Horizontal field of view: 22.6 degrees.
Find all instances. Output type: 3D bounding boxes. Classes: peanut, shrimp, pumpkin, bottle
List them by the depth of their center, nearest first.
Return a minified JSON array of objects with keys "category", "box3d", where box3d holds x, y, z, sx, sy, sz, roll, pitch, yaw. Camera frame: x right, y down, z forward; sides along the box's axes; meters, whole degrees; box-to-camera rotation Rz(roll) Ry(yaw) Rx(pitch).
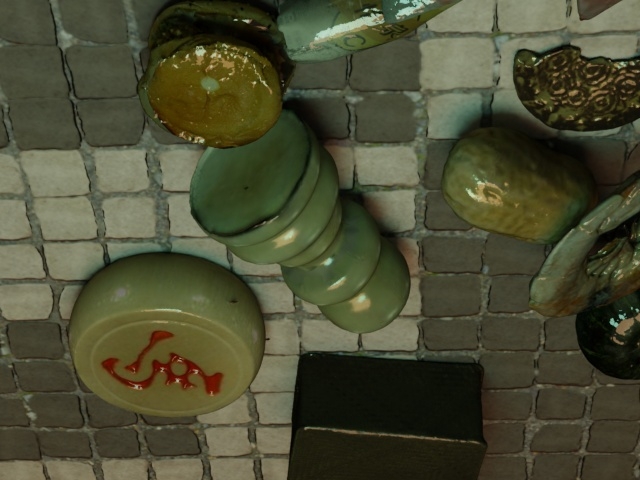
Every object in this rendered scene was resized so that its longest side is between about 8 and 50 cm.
[{"category":"bottle","box3d":[0.087,-0.262,1.748,0.269,0.083,0.083,-15,135,13]},{"category":"peanut","box3d":[0.240,-0.064,1.928,0.224,0.129,0.129,21,134,-28]},{"category":"shrimp","box3d":[0.392,-0.025,1.939,0.360,0.085,0.247,-42,152,19]},{"category":"pumpkin","box3d":[0.418,0.109,2.115,0.167,0.125,0.167,8,135,8]}]

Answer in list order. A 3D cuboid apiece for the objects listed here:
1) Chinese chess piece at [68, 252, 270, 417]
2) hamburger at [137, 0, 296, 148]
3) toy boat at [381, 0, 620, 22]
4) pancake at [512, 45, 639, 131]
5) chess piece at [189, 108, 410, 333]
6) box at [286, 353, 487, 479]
[{"category":"Chinese chess piece","box3d":[-0.207,0.132,2.169,0.273,0.102,0.273,0,138,0]},{"category":"hamburger","box3d":[-0.125,-0.193,1.816,0.185,0.113,0.177,-12,142,25]},{"category":"toy boat","box3d":[0.187,-0.310,1.663,0.282,0.096,0.206,-14,103,18]},{"category":"pancake","box3d":[0.317,-0.193,1.864,0.190,0.020,0.184,19,135,-20]},{"category":"chess piece","box3d":[0.000,0.000,1.980,0.182,0.182,0.330,-22,138,23]},{"category":"box","box3d":[0.094,0.277,2.293,0.273,0.143,0.184,5,137,-2]}]
